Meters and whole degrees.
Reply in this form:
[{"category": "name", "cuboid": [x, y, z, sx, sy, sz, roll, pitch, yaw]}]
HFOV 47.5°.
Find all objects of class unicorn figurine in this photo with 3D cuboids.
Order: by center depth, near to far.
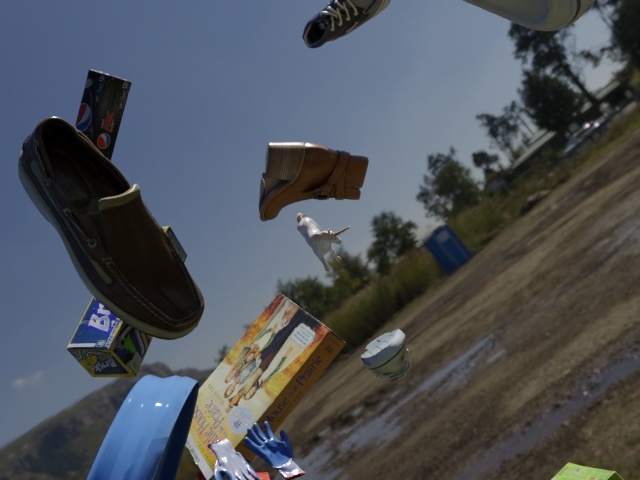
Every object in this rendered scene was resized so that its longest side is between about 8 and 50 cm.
[{"category": "unicorn figurine", "cuboid": [0.000, 0.000, 1.302, 0.060, 0.162, 0.111, -46, -44, -13]}]

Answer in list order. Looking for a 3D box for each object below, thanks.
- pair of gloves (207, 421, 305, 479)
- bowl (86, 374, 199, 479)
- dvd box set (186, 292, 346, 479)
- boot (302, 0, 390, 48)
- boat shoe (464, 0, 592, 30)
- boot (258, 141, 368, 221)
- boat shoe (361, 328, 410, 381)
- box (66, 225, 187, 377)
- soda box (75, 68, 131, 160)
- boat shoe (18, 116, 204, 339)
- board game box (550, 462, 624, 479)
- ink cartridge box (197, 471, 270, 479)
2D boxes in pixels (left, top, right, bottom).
[{"category": "pair of gloves", "cuboid": [-0.135, 0.442, 1.472, 0.198, 0.159, 0.023, -10, -53, -36]}, {"category": "bowl", "cuboid": [-0.257, 0.363, 0.952, 0.391, 0.077, 0.392, -163, 90, -88]}, {"category": "dvd box set", "cuboid": [-0.156, 0.339, 1.713, 0.420, 0.062, 0.307, -50, 28, -7]}, {"category": "boot", "cuboid": [0.041, -0.366, 1.165, 0.086, 0.069, 0.190, -37, 3, -25]}, {"category": "boat shoe", "cuboid": [0.053, -0.201, 0.468, 0.084, 0.258, 0.095, -57, -2, -21]}, {"category": "boot", "cuboid": [-0.015, -0.078, 1.117, 0.152, 0.073, 0.197, 5, -24, -9]}, {"category": "boat shoe", "cuboid": [0.124, 0.201, 1.240, 0.083, 0.076, 0.226, -36, -5, 4]}, {"category": "box", "cuboid": [-0.205, 0.064, 0.789, 0.059, 0.054, 0.169, -4, 45, 22]}, {"category": "soda box", "cuboid": [-0.396, -0.213, 1.299, 0.060, 0.053, 0.169, 5, -76, -58]}, {"category": "boat shoe", "cuboid": [-0.207, -0.014, 0.721, 0.095, 0.257, 0.095, -41, -5, -40]}, {"category": "board game box", "cuboid": [0.289, 0.304, 0.825, 0.092, 0.043, 0.181, -42, -13, -7]}, {"category": "ink cartridge box", "cuboid": [-0.168, 0.579, 1.616, 0.225, 0.180, 0.056, -120, 43, -57]}]
